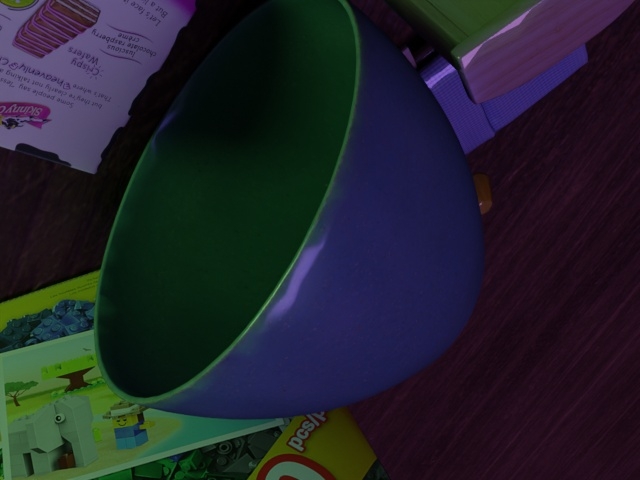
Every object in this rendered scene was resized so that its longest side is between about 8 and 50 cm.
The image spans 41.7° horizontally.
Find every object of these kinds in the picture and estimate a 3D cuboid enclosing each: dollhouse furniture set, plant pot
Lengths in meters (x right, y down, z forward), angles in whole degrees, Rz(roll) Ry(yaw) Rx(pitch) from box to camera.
[{"bbox_3d":[0.190,-0.158,0.664,0.286,0.198,0.303,-35,141,2],"label":"dollhouse furniture set"},{"bbox_3d":[0.000,0.000,0.592,0.195,0.290,0.290,27,113,-32],"label":"plant pot"}]

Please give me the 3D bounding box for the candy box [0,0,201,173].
[{"bbox_3d":[-0.161,-0.167,0.516,0.159,0.071,0.233,17,118,-44],"label":"candy box"}]

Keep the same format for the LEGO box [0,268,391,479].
[{"bbox_3d":[-0.218,0.240,0.649,0.500,0.372,0.193,-20,138,-17],"label":"LEGO box"}]
